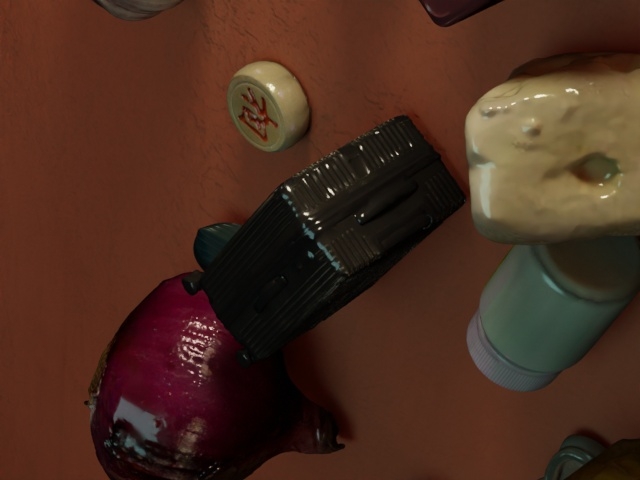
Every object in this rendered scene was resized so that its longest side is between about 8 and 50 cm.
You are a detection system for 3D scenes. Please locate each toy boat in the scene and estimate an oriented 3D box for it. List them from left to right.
[{"bbox_3d":[-0.097,0.037,2.274,0.246,0.093,0.103,27,158,39],"label":"toy boat"}]

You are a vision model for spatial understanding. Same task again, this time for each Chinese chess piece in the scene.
[{"bbox_3d":[-0.069,-0.175,2.098,0.122,0.051,0.122,33,139,34],"label":"Chinese chess piece"}]

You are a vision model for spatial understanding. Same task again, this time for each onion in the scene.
[{"bbox_3d":[-0.143,0.235,2.350,0.385,0.347,0.347,17,143,-7],"label":"onion"}]

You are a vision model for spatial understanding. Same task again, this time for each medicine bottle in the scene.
[{"bbox_3d":[0.257,0.066,1.792,0.139,0.139,0.225,48,146,15],"label":"medicine bottle"}]

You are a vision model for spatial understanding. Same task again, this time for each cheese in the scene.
[{"bbox_3d":[0.284,-0.105,1.622,0.248,0.251,0.173,-2,106,14],"label":"cheese"}]

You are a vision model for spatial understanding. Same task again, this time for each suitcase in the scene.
[{"bbox_3d":[0.000,0.000,1.988,0.152,0.230,0.335,53,147,6],"label":"suitcase"}]

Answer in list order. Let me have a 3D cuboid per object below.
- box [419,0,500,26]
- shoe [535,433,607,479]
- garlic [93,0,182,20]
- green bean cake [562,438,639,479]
[{"bbox_3d":[0.186,-0.339,1.527,0.193,0.167,0.294,59,147,2],"label":"box"},{"bbox_3d":[0.297,0.347,2.010,0.103,0.100,0.251,38,140,27],"label":"shoe"},{"bbox_3d":[-0.285,-0.386,2.032,0.245,0.253,0.245,24,125,39],"label":"garlic"},{"bbox_3d":[0.333,0.359,1.850,0.124,0.236,0.233,36,139,35],"label":"green bean cake"}]
